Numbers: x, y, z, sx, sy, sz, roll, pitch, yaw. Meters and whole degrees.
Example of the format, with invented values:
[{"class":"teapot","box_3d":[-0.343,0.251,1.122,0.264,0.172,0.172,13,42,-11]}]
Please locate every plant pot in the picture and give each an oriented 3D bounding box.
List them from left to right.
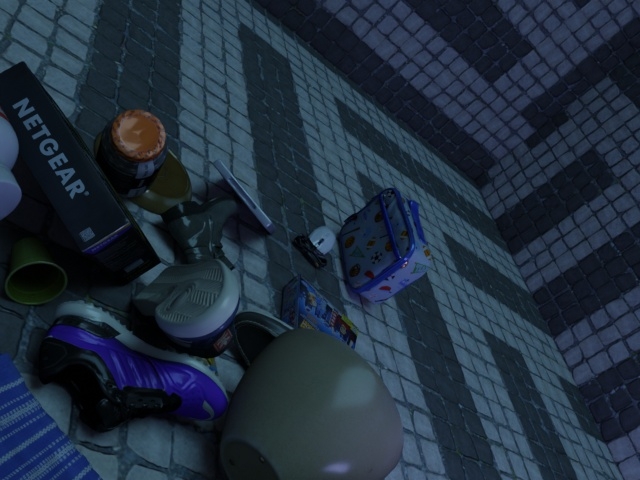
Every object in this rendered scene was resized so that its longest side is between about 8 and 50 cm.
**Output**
[{"class":"plant pot","box_3d":[-0.422,0.038,0.961,0.083,0.083,0.079,23,25,-44]},{"class":"plant pot","box_3d":[-0.359,-0.153,1.370,0.236,0.032,0.236,38,27,-24]},{"class":"plant pot","box_3d":[-0.042,0.306,1.010,0.191,0.284,0.284,-32,81,-44]}]

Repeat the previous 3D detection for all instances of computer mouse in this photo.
[{"class":"computer mouse","box_3d":[0.000,0.000,1.723,0.106,0.042,0.193,47,25,-3]}]

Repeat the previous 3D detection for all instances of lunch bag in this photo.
[{"class":"lunch bag","box_3d":[0.171,0.003,1.760,0.115,0.243,0.303,32,31,-33]}]

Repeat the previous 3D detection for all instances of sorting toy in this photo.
[{"class":"sorting toy","box_3d":[-0.210,0.209,1.129,0.083,0.012,0.062,26,34,-40]}]

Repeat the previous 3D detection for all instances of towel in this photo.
[{"class":"towel","box_3d":[-0.317,0.274,0.732,0.336,0.040,0.243,49,0,0]}]

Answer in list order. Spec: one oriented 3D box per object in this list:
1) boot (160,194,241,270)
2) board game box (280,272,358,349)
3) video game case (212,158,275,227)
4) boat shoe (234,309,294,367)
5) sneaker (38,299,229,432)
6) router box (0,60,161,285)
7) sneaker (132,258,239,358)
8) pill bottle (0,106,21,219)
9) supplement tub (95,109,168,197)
[{"class":"boot","box_3d":[-0.222,-0.002,1.357,0.161,0.083,0.246,64,26,2]},{"class":"board game box","box_3d":[-0.015,0.196,1.410,0.194,0.060,0.194,44,27,-11]},{"class":"video game case","box_3d":[-0.170,-0.096,1.503,0.183,0.023,0.201,50,-2,2]},{"class":"boat shoe","box_3d":[-0.043,0.266,1.206,0.335,0.112,0.095,48,20,-10]},{"class":"sneaker","box_3d":[-0.271,0.218,0.937,0.293,0.102,0.146,34,36,-23]},{"class":"router box","box_3d":[-0.386,-0.093,1.042,0.308,0.081,0.243,54,-11,12]},{"class":"sneaker","box_3d":[-0.176,0.121,1.007,0.148,0.131,0.350,52,-18,-17]},{"class":"pill bottle","box_3d":[-0.527,-0.171,0.867,0.323,0.181,0.181,57,26,12]},{"class":"supplement tub","box_3d":[-0.344,-0.158,1.191,0.117,0.190,0.117,6,74,-23]}]
